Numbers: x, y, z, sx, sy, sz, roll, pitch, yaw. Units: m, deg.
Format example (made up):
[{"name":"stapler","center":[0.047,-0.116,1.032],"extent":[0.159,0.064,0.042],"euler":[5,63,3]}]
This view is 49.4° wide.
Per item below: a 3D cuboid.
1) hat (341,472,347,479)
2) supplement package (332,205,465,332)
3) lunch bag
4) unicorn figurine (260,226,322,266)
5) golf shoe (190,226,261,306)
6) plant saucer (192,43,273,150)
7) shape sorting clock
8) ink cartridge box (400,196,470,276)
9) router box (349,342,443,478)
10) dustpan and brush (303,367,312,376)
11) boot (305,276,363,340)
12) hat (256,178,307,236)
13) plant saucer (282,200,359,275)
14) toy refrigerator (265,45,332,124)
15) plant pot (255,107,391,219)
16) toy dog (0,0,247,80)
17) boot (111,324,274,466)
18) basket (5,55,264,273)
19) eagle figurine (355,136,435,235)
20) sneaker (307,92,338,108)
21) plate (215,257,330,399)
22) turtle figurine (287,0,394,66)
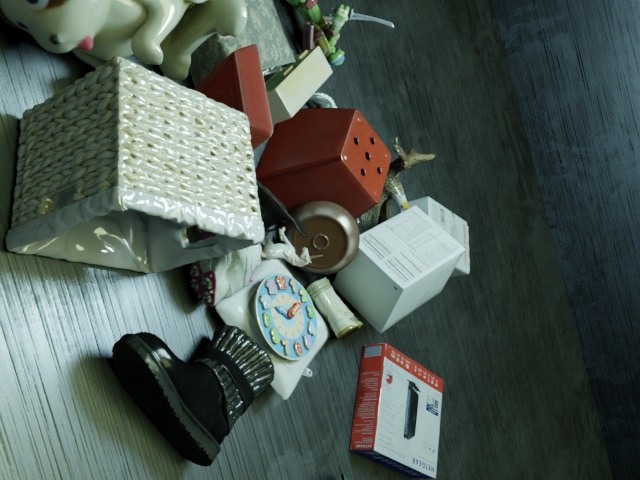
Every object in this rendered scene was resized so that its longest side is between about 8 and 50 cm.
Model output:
[{"name":"hat","center":[-0.008,0.678,1.680],"extent":[0.208,0.184,0.172],"euler":[-135,-146,-80]},{"name":"supplement package","center":[0.210,0.074,1.890],"extent":[0.263,0.199,0.198],"euler":[-28,61,-36]},{"name":"lunch bag","center":[-0.198,-0.501,1.658],"extent":[0.287,0.169,0.235],"euler":[-32,105,-47]},{"name":"unicorn figurine","center":[-0.093,0.018,1.697],"extent":[0.162,0.060,0.111],"euler":[-8,59,-22]},{"name":"golf shoe","center":[-0.183,0.001,1.449],"extent":[0.140,0.306,0.115],"euler":[-15,50,-36]},{"name":"plant saucer","center":[-0.216,-0.252,1.434],"extent":[0.048,0.259,0.258],"euler":[24,44,-43]},{"name":"shape sorting clock","center":[-0.074,0.173,1.596],"extent":[0.206,0.040,0.206],"euler":[31,45,-37]},{"name":"ink cartridge box","center":[0.386,-0.003,2.328],"extent":[0.273,0.114,0.196],"euler":[25,60,-46]},{"name":"router box","center":[0.228,0.495,1.998],"extent":[0.335,0.082,0.301],"euler":[37,52,-42]},{"name":"dustpan and brush","center":[-0.103,0.283,1.638],"extent":[0.211,0.060,0.147],"euler":[37,52,-42]},{"name":"boot","center":[0.034,0.178,1.827],"extent":[0.165,0.077,0.213],"euler":[54,2,11]},{"name":"hat","center":[-0.171,-0.077,1.562],"extent":[0.134,0.331,0.331],"euler":[-47,127,-1]},{"name":"plant saucer","center":[0.000,0.000,1.751],"extent":[0.036,0.199,0.198],"euler":[-80,148,-74]},{"name":"toy refrigerator","center":[-0.079,-0.414,1.845],"extent":[0.094,0.102,0.269],"euler":[59,41,-23]},{"name":"plant pot","center":[0.028,-0.192,1.808],"extent":[0.267,0.236,0.267],"euler":[47,46,-34]},{"name":"toy dog","center":[-0.395,-0.472,1.299],"extent":[0.408,0.285,0.395],"euler":[-28,102,-51]},{"name":"boot","center":[-0.245,0.249,1.397],"extent":[0.260,0.131,0.348],"euler":[-53,132,-38]},{"name":"basket","center":[-0.323,-0.108,1.244],"extent":[0.331,0.328,0.266],"euler":[17,65,-49]},{"name":"eagle figurine","center":[0.182,-0.136,2.023],"extent":[0.226,0.298,0.225],"euler":[19,36,-24]},{"name":"sneaker","center":[0.016,-0.359,1.991],"extent":[0.166,0.065,0.076],"euler":[33,59,-42]},{"name":"plate","center":[-0.092,0.186,1.641],"extent":[0.278,0.045,0.277],"euler":[55,36,-10]},{"name":"turtle figurine","center":[0.029,-0.651,1.961],"extent":[0.266,0.275,0.197],"euler":[47,30,-23]}]
